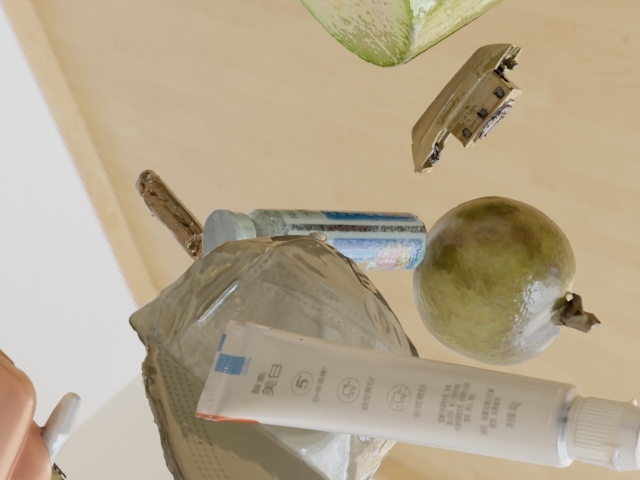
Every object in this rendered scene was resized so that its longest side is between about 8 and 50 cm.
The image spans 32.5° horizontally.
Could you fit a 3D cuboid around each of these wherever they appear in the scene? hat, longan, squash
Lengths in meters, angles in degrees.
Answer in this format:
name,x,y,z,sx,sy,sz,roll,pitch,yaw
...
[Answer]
name,x,y,z,sx,sy,sz,roll,pitch,yaw
hat,0.016,0.109,0.614,0.214,0.149,0.245,46,178,-39
longan,0.163,0.041,0.963,0.176,0.145,0.155,31,-177,26
squash,0.138,-0.331,1.069,0.210,0.309,0.233,50,165,-3

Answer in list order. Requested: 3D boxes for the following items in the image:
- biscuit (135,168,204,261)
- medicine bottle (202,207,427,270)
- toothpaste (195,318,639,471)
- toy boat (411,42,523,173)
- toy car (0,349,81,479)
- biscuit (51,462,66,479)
name,x,y,z,sx,sy,sz,roll,pitch,yaw
biscuit,-0.170,-0.004,1.476,0.226,0.042,0.226,48,176,4
medicine bottle,0.000,0.000,0.862,0.051,0.191,0.051,-2,88,53
toothpaste,0.034,0.064,0.440,0.190,0.048,0.031,5,156,31
toy boat,0.183,-0.159,1.362,0.077,0.057,0.200,46,114,15
toy car,-0.276,0.152,0.637,0.212,0.270,0.180,29,167,-11
biscuit,-0.263,0.310,1.053,0.252,0.052,0.150,40,118,29
